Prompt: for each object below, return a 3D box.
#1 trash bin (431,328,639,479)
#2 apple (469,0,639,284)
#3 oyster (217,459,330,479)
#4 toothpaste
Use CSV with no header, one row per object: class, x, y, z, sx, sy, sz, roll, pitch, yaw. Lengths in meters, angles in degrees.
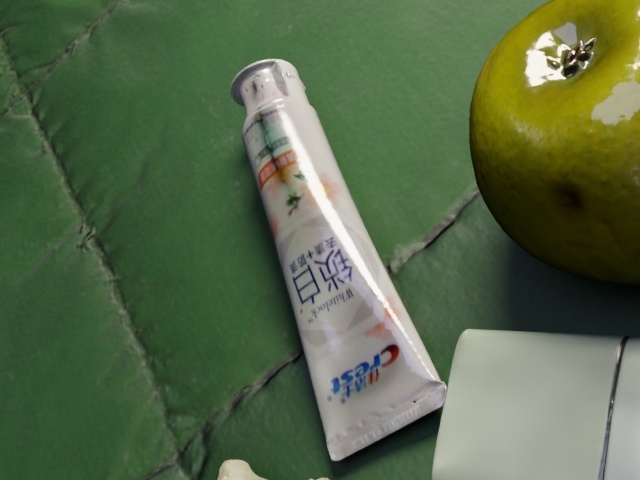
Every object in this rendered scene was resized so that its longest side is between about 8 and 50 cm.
trash bin,0.143,0.113,0.601,0.130,0.059,0.116,1,67,35
apple,0.185,-0.069,0.601,0.196,0.157,0.196,-22,49,28
oyster,-0.043,0.288,0.601,0.238,0.115,0.351,-29,39,19
toothpaste,0.000,0.000,0.756,0.100,0.066,0.323,-32,59,20
